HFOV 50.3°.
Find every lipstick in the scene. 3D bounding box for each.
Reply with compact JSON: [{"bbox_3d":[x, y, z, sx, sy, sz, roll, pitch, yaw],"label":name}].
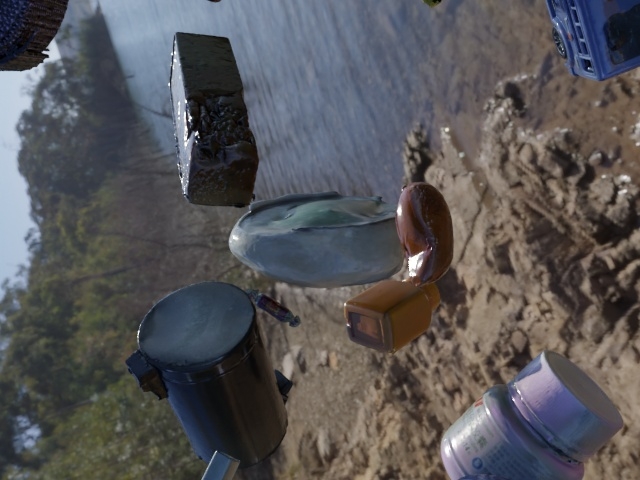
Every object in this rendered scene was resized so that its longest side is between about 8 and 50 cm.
[{"bbox_3d":[-0.126,0.290,0.758,0.025,0.107,0.025,19,167,27],"label":"lipstick"}]

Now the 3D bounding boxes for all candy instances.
[{"bbox_3d":[0.000,0.000,1.600,0.386,0.426,0.186,-107,18,-70],"label":"candy"},{"bbox_3d":[-0.127,0.175,1.769,0.175,0.045,0.043,34,-177,-14],"label":"candy"}]

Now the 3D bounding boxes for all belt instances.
[{"bbox_3d":[-0.493,-0.407,0.971,0.122,0.260,0.325,-38,-51,-72],"label":"belt"}]

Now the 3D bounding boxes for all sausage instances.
[{"bbox_3d":[0.168,-0.012,1.082,0.089,0.089,0.179,104,164,-68],"label":"sausage"}]

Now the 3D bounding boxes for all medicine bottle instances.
[{"bbox_3d":[0.179,0.165,1.618,0.149,0.222,0.112,11,117,45],"label":"medicine bottle"},{"bbox_3d":[0.417,0.390,1.355,0.241,0.302,0.241,34,-161,-14],"label":"medicine bottle"}]

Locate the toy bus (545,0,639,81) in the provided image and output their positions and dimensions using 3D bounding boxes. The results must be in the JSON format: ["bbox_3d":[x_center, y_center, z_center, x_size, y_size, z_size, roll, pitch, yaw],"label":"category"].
[{"bbox_3d":[0.343,-0.358,0.858,0.133,0.125,0.292,-89,-24,-67],"label":"toy bus"}]

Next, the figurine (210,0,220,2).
[{"bbox_3d":[-0.159,-0.560,1.236,0.127,0.234,0.185,24,153,16],"label":"figurine"}]

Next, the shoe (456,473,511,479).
[{"bbox_3d":[0.303,0.448,1.026,0.245,0.138,0.095,13,135,22],"label":"shoe"}]

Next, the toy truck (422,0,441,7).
[{"bbox_3d":[0.199,-0.551,1.287,0.161,0.384,0.162,-6,95,49],"label":"toy truck"}]

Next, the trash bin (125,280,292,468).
[{"bbox_3d":[-0.183,0.250,1.221,0.203,0.252,0.302,34,149,41],"label":"trash bin"}]

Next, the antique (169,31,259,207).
[{"bbox_3d":[-0.150,-0.171,0.922,0.310,0.087,0.093,-109,27,-47],"label":"antique"}]
